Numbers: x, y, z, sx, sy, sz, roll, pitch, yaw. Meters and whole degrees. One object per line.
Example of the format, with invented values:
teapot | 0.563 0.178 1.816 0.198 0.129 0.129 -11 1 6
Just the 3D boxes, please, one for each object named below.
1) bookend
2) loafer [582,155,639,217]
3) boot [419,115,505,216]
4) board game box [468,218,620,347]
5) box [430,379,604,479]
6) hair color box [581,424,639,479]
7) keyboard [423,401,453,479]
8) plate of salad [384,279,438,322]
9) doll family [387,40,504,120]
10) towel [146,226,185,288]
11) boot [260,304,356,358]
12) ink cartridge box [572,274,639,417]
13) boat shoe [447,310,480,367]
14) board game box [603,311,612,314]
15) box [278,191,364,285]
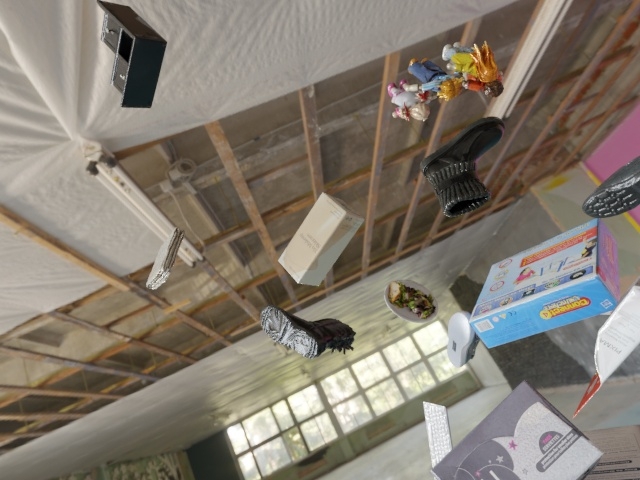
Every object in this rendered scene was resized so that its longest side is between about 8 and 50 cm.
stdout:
bookend | -0.418 -0.396 0.908 0.072 0.157 0.156 -19 -31 -49
loafer | 0.638 -0.121 0.859 0.078 0.076 0.223 -52 -2 -35
boot | 0.550 -0.259 1.514 0.348 0.260 0.131 -37 -44 19
board game box | 0.552 0.103 1.045 0.308 0.086 0.302 -35 3 42
box | 0.357 0.411 0.774 0.247 0.163 0.142 -44 -40 1
hair color box | 0.619 0.508 0.883 0.174 0.105 0.347 -24 -12 28
keyboard | 0.316 0.554 1.104 0.014 0.255 0.072 -6 -3 -43
plate of salad | 0.327 0.208 1.513 0.200 0.199 0.048 -15 -42 -30
doll family | 0.268 -0.344 0.882 0.263 0.163 0.118 -19 -45 -4
towel | -0.578 0.071 1.581 0.049 0.187 0.282 24 -27 -24
boot | -0.015 0.127 0.613 0.099 0.121 0.045 1 -71 -55
ink cartridge box | 0.476 0.158 0.689 0.189 0.066 0.232 -11 -45 -47
boat shoe | 0.404 0.266 1.161 0.076 0.080 0.228 -21 -50 -15
board game box | 0.776 0.160 1.391 0.306 0.192 0.053 0 -57 7
box | 0.000 0.000 1.530 0.121 0.148 0.311 15 -68 -51
